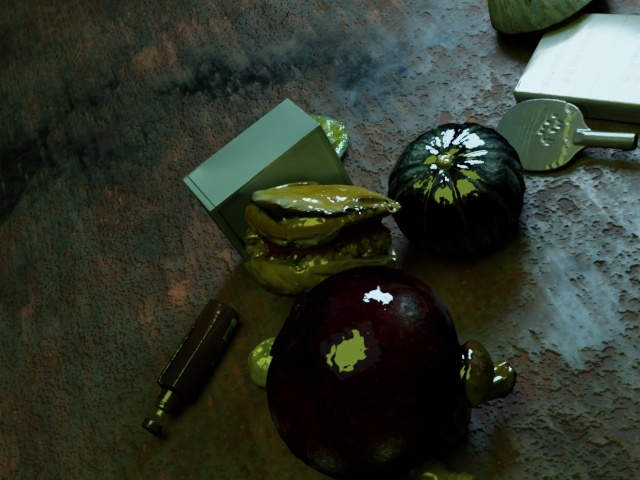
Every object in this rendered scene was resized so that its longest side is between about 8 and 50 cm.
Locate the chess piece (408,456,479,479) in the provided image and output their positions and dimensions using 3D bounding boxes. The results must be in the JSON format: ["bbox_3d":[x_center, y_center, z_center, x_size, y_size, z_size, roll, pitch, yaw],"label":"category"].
[{"bbox_3d":[0.189,0.325,1.051,0.172,0.060,0.060,14,63,37],"label":"chess piece"}]

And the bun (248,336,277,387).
[{"bbox_3d":[-0.080,0.189,1.297,0.086,0.055,0.086,-15,49,17],"label":"bun"}]

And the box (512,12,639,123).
[{"bbox_3d":[0.527,-0.286,1.350,0.365,0.051,0.204,15,63,37],"label":"box"}]

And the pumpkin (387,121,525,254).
[{"bbox_3d":[0.214,-0.082,1.284,0.221,0.162,0.220,-13,55,19],"label":"pumpkin"}]

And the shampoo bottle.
[{"bbox_3d":[-0.218,0.210,1.350,0.067,0.068,0.236,13,60,35],"label":"shampoo bottle"}]

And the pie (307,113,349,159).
[{"bbox_3d":[-0.032,-0.168,1.562,0.187,0.041,0.186,-15,49,17],"label":"pie"}]

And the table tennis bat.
[{"bbox_3d":[0.394,-0.168,1.332,0.234,0.022,0.131,11,78,36],"label":"table tennis bat"}]

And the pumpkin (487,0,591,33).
[{"bbox_3d":[0.397,-0.474,1.499,0.217,0.110,0.217,-29,28,17],"label":"pumpkin"}]

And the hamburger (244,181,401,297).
[{"bbox_3d":[0.000,0.000,1.247,0.244,0.244,0.162,9,103,33],"label":"hamburger"}]

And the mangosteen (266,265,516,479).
[{"bbox_3d":[0.071,0.184,1.083,0.297,0.293,0.297,-41,17,16],"label":"mangosteen"}]

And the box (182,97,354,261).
[{"bbox_3d":[-0.072,-0.077,1.387,0.225,0.225,0.117,-39,46,-6],"label":"box"}]
